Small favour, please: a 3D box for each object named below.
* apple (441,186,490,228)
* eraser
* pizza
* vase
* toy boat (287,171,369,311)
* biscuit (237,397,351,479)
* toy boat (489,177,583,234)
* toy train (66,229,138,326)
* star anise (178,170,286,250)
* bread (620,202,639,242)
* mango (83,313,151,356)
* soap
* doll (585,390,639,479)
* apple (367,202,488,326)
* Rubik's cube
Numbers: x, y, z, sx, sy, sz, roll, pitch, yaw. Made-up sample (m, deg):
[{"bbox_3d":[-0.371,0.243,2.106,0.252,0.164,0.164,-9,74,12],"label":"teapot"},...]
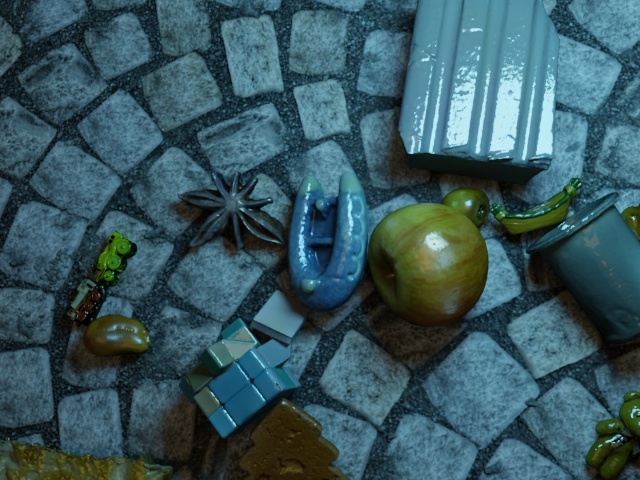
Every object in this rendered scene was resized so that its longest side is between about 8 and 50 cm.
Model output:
[{"bbox_3d":[0.343,-0.079,1.922,0.102,0.099,0.114,18,51,42],"label":"apple"},{"bbox_3d":[-0.090,0.177,1.911,0.104,0.150,0.023,24,121,9],"label":"eraser"},{"bbox_3d":[-0.583,0.682,1.906,0.435,0.080,0.391,6,81,8],"label":"pizza"},{"bbox_3d":[0.640,0.073,1.822,0.245,0.245,0.291,-34,88,-1],"label":"vase"},{"bbox_3d":[0.000,0.000,1.890,0.215,0.123,0.329,3,86,38],"label":"toy boat"},{"bbox_3d":[-0.070,0.503,1.856,0.284,0.043,0.306,-4,102,0],"label":"biscuit"},{"bbox_3d":[0.514,-0.078,1.913,0.230,0.089,0.088,-17,100,-5],"label":"toy boat"},{"bbox_3d":[-0.545,0.099,2.011,0.085,0.053,0.249,29,85,18],"label":"toy train"},{"bbox_3d":[-0.220,-0.073,1.982,0.258,0.110,0.198,-6,96,12],"label":"star anise"},{"bbox_3d":[0.860,-0.073,1.883,0.344,0.084,0.124,-19,102,2],"label":"bread"},{"bbox_3d":[-0.493,0.234,1.970,0.160,0.084,0.105,9,65,-13],"label":"mango"},{"bbox_3d":[0.374,-0.372,1.914,0.351,0.213,0.434,6,81,9],"label":"soap"},{"bbox_3d":[0.688,0.444,1.811,0.137,0.097,0.209,38,91,4],"label":"doll"},{"bbox_3d":[0.244,0.050,1.831,0.233,0.286,0.285,-19,78,-21],"label":"apple"},{"bbox_3d":[-0.185,0.304,1.858,0.265,0.224,0.213,-40,76,4],"label":"Rubik's cube"}]
